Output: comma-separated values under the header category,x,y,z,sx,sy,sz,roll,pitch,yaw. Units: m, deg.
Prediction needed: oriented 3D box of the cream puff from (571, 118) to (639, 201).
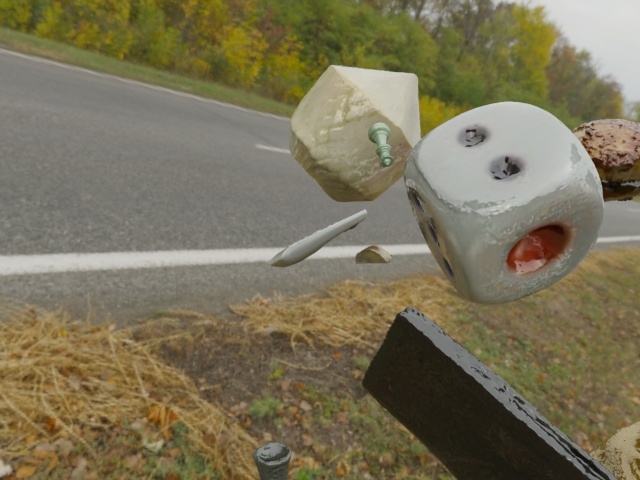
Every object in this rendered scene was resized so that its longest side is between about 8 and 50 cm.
category,x,y,z,sx,sy,sz,roll,pitch,yaw
cream puff,0.539,-0.148,1.081,0.239,0.164,0.240,-5,10,1

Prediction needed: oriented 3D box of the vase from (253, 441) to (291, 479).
category,x,y,z,sx,sy,sz,roll,pitch,yaw
vase,-0.093,0.548,1.177,0.115,0.238,0.115,-2,14,0

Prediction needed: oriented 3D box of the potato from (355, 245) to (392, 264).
category,x,y,z,sx,sy,sz,roll,pitch,yaw
potato,0.104,0.023,1.118,0.037,0.036,0.093,-42,22,-30

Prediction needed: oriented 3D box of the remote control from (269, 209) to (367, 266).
category,x,y,z,sx,sy,sz,roll,pitch,yaw
remote control,0.000,0.000,1.613,0.312,0.055,0.109,-27,-2,-29

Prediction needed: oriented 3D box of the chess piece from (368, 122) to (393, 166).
category,x,y,z,sx,sy,sz,roll,pitch,yaw
chess piece,0.115,-0.172,1.038,0.042,0.042,0.093,12,47,-25

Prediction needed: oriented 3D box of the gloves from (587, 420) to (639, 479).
category,x,y,z,sx,sy,sz,roll,pitch,yaw
gloves,0.804,0.550,1.374,0.356,0.155,0.203,-22,39,7

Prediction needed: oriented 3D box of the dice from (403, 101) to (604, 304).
category,x,y,z,sx,sy,sz,roll,pitch,yaw
dice,0.230,-0.047,0.730,0.193,0.194,0.192,61,4,-47

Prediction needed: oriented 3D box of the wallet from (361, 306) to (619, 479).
category,x,y,z,sx,sy,sz,roll,pitch,yaw
wallet,0.136,0.166,0.440,0.244,0.124,0.025,41,47,22

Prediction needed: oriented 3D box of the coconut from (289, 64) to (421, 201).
category,x,y,z,sx,sy,sz,roll,pitch,yaw
coconut,0.092,-0.253,1.263,0.328,0.329,0.329,18,15,-5
